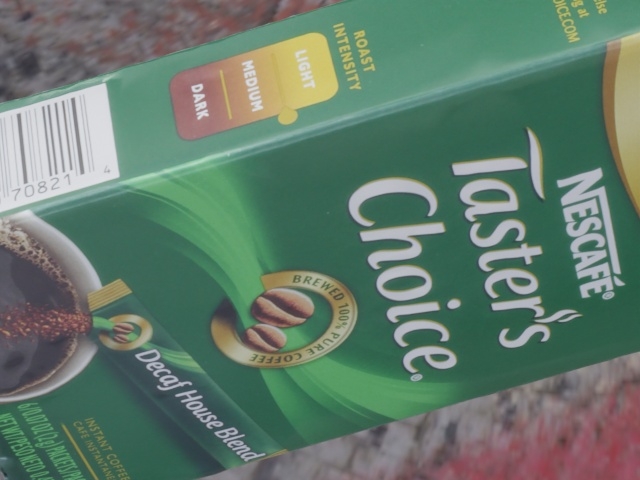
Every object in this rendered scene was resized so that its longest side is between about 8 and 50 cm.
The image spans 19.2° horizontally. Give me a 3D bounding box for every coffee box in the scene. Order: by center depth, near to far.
[{"bbox_3d":[0.000,0.000,0.443,0.184,0.040,0.113,-16,138,2],"label":"coffee box"}]
